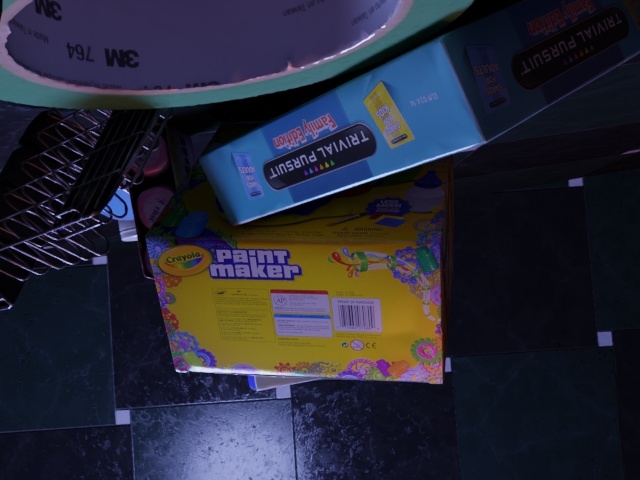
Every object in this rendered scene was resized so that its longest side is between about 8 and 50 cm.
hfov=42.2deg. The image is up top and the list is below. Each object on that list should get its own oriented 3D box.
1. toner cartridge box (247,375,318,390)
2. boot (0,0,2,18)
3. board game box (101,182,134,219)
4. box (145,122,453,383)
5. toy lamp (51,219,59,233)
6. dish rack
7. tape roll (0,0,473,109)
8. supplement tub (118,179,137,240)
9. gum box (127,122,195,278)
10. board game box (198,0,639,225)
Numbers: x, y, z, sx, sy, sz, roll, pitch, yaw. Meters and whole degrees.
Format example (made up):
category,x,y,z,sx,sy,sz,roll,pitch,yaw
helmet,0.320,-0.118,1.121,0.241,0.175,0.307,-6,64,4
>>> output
category,x,y,z,sx,sy,sz,roll,pitch,yaw
toner cartridge box,-0.045,0.028,1.193,0.165,0.347,0.075,-9,175,-13
boot,-0.255,-0.135,0.261,0.263,0.091,0.229,11,169,24
board game box,-0.297,-0.082,1.040,0.169,0.033,0.133,25,158,-14
box,0.000,0.000,0.934,0.290,0.177,0.279,0,-149,11
toy lamp,-0.526,-0.027,1.278,0.275,0.080,0.080,-6,176,-1
dish rack,-0.209,-0.059,0.728,0.272,0.208,0.074,-15,138,41
tape roll,-0.070,-0.154,0.479,0.322,0.077,0.321,-10,177,-1
supplement tub,-0.262,-0.057,1.208,0.071,0.107,0.071,-10,176,-1
gum box,-0.187,-0.040,1.024,0.062,0.188,0.107,-11,176,7
board game box,0.083,-0.121,0.729,0.254,0.079,0.336,-31,-170,-35
